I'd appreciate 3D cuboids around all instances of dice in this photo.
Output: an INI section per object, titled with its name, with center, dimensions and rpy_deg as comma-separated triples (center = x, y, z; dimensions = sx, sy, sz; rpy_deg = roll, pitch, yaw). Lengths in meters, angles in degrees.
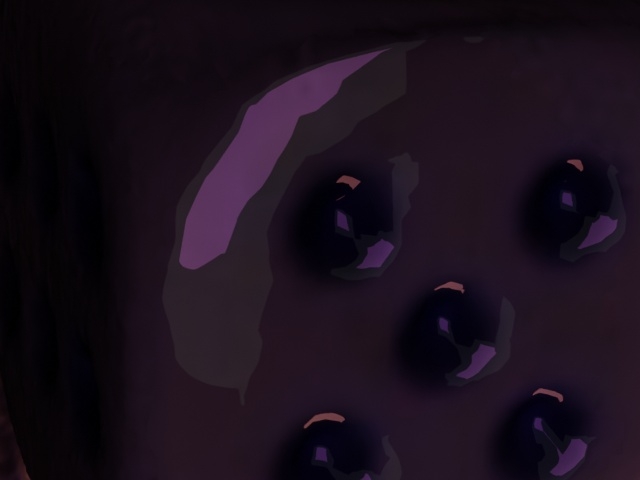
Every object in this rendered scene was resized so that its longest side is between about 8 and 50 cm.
[dice]
center = 0.000, 0.000, 0.512
dimensions = 0.191, 0.193, 0.194
rpy_deg = -6, 112, -22
